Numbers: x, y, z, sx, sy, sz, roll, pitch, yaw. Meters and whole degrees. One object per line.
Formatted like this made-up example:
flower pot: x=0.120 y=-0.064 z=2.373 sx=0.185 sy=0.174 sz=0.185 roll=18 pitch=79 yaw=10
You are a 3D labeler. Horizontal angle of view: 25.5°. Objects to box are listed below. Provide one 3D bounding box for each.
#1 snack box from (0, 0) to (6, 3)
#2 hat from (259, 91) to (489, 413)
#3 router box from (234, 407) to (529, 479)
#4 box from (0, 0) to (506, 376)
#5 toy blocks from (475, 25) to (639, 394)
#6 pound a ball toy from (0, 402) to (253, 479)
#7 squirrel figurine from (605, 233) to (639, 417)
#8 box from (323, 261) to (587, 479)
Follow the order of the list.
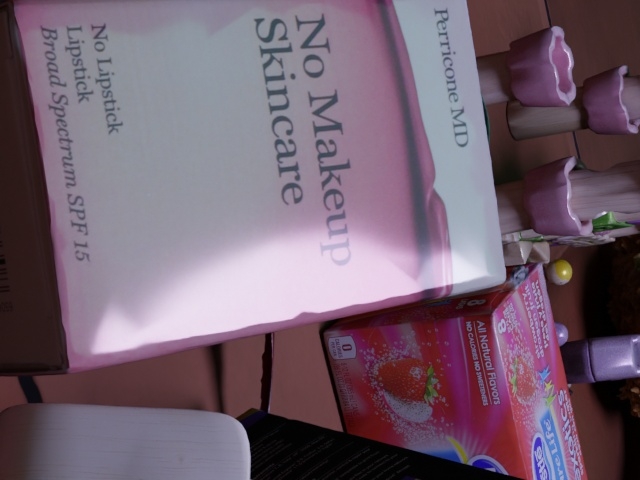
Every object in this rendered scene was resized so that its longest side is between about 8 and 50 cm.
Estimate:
snack box: x=-0.168 y=-0.189 z=0.650 sx=0.100 sy=0.037 sz=0.141 roll=45 pitch=43 yaw=-52
hat: x=0.000 y=0.000 z=0.777 sx=0.208 sy=0.173 sz=0.183 roll=60 pitch=32 yaw=-40
router box: x=0.056 y=0.253 z=0.734 sx=0.081 sy=0.243 sz=0.308 roll=-32 pitch=113 yaw=-34
box: x=-0.048 y=-0.031 z=0.642 sx=0.232 sy=0.127 sz=0.148 roll=-10 pitch=91 yaw=-35
toy blocks: x=0.269 y=-0.019 z=1.227 sx=0.289 sy=0.260 sz=0.308 roll=4 pitch=79 yaw=-64
pound a ball toy: x=-0.097 y=0.251 z=0.601 sx=0.208 sy=0.136 sz=0.319 roll=85 pitch=8 yaw=-68
squirrel figurine: x=0.423 y=0.179 z=1.551 sx=0.397 sy=0.281 sz=0.370 roll=50 pitch=49 yaw=-25
box: x=0.107 y=0.156 z=1.001 sx=0.123 sy=0.128 sz=0.256 roll=-35 pitch=114 yaw=-61
